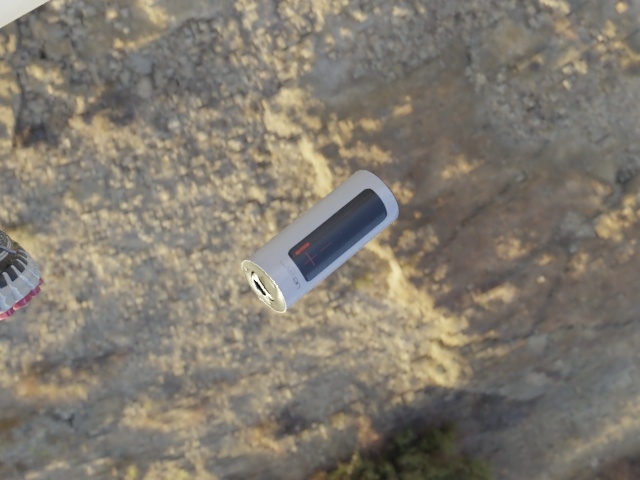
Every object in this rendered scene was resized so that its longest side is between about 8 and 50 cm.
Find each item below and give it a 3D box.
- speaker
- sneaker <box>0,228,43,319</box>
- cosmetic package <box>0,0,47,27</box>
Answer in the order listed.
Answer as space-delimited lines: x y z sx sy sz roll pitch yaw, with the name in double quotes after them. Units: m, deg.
0.000 0.000 0.982 0.136 0.055 0.055 -38 152 -23 "speaker"
-0.252 0.021 0.695 0.121 0.112 0.299 -23 -170 3 "sneaker"
-0.183 -0.294 0.779 0.385 0.156 0.217 -29 163 10 "cosmetic package"
